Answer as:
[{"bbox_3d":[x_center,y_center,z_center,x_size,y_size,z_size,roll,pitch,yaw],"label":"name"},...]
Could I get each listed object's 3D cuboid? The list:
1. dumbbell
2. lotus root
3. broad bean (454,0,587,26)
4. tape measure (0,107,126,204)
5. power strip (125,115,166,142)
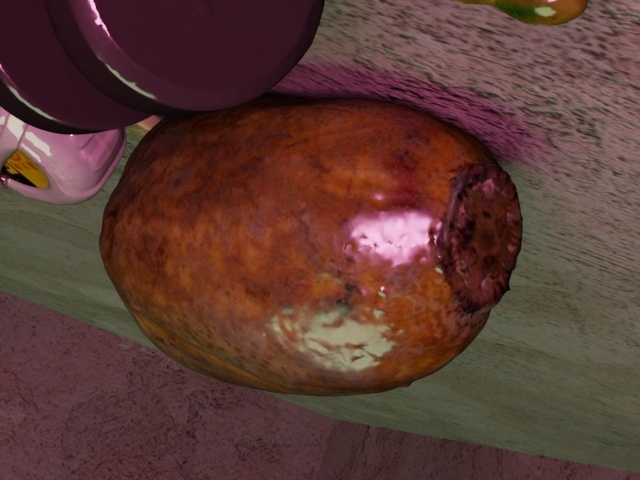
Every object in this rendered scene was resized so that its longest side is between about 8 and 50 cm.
[{"bbox_3d":[-0.110,-0.141,1.009,0.152,0.152,0.218,23,169,-26],"label":"dumbbell"},{"bbox_3d":[0.000,0.000,1.373,0.346,0.250,0.250,-1,159,47],"label":"lotus root"},{"bbox_3d":[0.046,-0.165,0.908,0.213,0.048,0.070,23,172,-22],"label":"broad bean"},{"bbox_3d":[-0.263,-0.110,1.485,0.197,0.120,0.236,41,158,-28],"label":"tape measure"},{"bbox_3d":[-0.160,-0.110,1.576,0.056,0.032,0.123,12,169,36],"label":"power strip"}]
